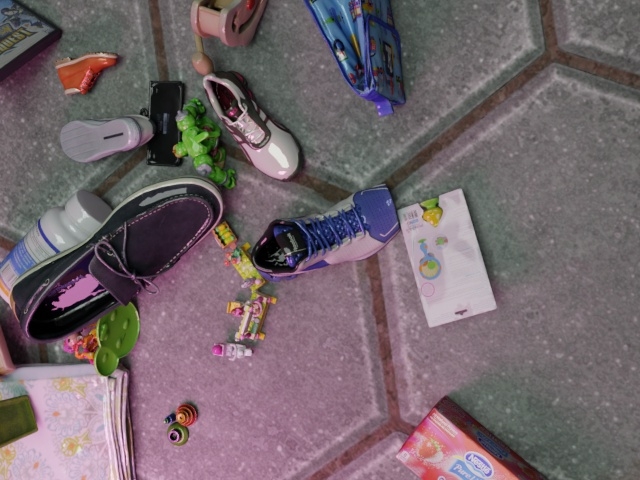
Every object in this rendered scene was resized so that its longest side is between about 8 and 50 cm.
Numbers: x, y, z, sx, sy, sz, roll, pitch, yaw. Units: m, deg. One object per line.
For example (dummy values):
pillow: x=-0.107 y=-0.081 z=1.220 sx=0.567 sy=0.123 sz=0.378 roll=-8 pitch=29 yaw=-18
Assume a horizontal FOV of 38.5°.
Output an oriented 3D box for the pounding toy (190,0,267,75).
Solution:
pounding toy: x=-0.210 y=-0.471 z=1.814 sx=0.154 sy=0.154 sz=0.270 roll=21 pitch=88 yaw=16

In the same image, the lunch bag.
lunch bag: x=0.073 y=-0.371 z=1.708 sx=0.138 sy=0.221 sz=0.293 roll=-18 pitch=87 yaw=18

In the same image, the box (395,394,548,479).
box: x=0.287 y=0.430 z=1.734 sx=0.257 sy=0.122 sz=0.128 roll=39 pitch=103 yaw=12

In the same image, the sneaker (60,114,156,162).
sneaker: x=-0.453 y=-0.218 z=1.962 sx=0.258 sy=0.091 sz=0.094 roll=2 pitch=101 yaw=39

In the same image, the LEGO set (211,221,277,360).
LEGO set: x=-0.170 y=0.103 z=1.873 sx=0.132 sy=0.107 sz=0.287 roll=-2 pitch=92 yaw=18

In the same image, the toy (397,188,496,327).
toy: x=0.245 y=0.034 z=1.762 sx=0.136 sy=0.056 sz=0.237 roll=-19 pitch=82 yaw=22

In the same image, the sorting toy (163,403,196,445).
sorting toy: x=-0.308 y=0.396 z=1.968 sx=0.061 sy=0.042 sz=0.102 roll=28 pitch=101 yaw=15

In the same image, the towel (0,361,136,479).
towel: x=-0.587 y=0.430 z=2.037 sx=0.374 sy=0.090 sz=0.321 roll=-3 pitch=91 yaw=18

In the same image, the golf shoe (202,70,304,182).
golf shoe: x=-0.145 y=-0.225 z=1.843 sx=0.105 sy=0.120 sz=0.273 roll=-42 pitch=81 yaw=14

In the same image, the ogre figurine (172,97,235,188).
ogre figurine: x=-0.241 y=-0.201 z=1.875 sx=0.096 sy=0.118 sz=0.197 roll=-5 pitch=91 yaw=18

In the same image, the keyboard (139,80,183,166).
keyboard: x=-0.341 y=-0.249 z=1.954 sx=0.108 sy=0.023 sz=0.180 roll=4 pitch=93 yaw=20

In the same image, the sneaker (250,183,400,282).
sneaker: x=-0.001 y=0.000 z=1.764 sx=0.315 sy=0.182 sz=0.127 roll=-23 pitch=86 yaw=9

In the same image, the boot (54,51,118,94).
boot: x=-0.499 y=-0.362 z=1.985 sx=0.157 sy=0.059 sz=0.085 roll=-9 pitch=93 yaw=27

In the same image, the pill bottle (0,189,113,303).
pill bottle: x=-0.564 y=0.024 z=1.974 sx=0.272 sy=0.152 sz=0.152 roll=-45 pitch=80 yaw=14

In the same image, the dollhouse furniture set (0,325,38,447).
dollhouse furniture set: x=-0.766 y=0.313 z=1.963 sx=0.197 sy=0.151 sz=0.302 roll=-21 pitch=85 yaw=20

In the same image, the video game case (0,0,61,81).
video game case: x=-0.750 y=-0.437 z=1.979 sx=0.248 sy=0.035 sz=0.275 roll=34 pitch=59 yaw=14

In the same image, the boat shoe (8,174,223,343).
boat shoe: x=-0.405 y=0.047 z=1.850 sx=0.500 sy=0.156 sz=0.187 roll=-31 pitch=128 yaw=4

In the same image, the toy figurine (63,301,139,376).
toy figurine: x=-0.500 y=0.204 z=1.981 sx=0.159 sy=0.130 sz=0.173 roll=1 pitch=64 yaw=30
